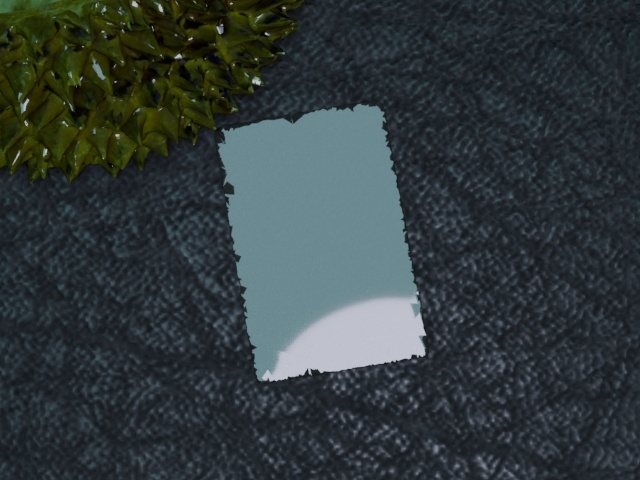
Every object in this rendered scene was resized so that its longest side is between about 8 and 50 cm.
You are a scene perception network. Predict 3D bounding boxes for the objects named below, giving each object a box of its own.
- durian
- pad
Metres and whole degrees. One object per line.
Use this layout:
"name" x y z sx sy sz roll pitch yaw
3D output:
"durian" -0.169 -0.167 1.056 0.394 0.163 0.198 -21 45 -5
"pad" 0.000 0.000 1.065 0.143 0.003 0.211 -9 84 0
